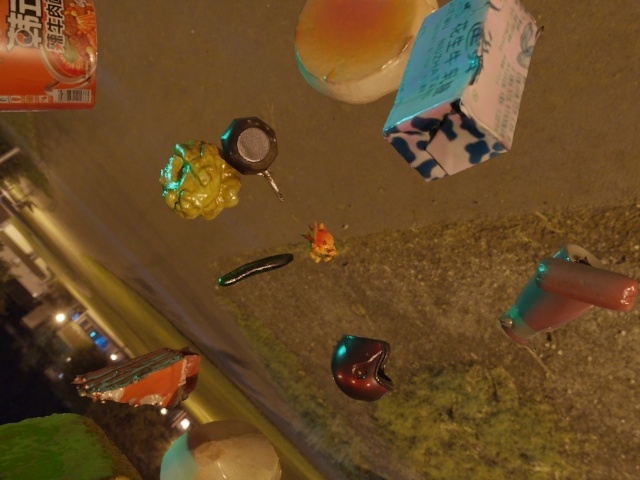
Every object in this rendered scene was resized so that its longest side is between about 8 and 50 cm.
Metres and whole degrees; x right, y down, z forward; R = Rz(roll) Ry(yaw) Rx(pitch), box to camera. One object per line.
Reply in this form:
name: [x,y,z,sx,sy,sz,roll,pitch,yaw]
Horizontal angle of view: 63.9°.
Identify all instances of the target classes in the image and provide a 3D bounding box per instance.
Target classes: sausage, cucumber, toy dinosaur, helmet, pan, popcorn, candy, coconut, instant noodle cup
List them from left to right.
instant noodle cup: [-0.500,-0.331,0.889,0.250,0.192,0.250,3,94,62]
popcorn: [-0.286,-0.143,1.210,0.198,0.197,0.156,26,-169,37]
coconut: [-0.193,0.451,0.992,0.197,0.237,0.236,-118,7,-45]
cucumber: [-0.143,0.062,1.149,0.033,0.184,0.036,-152,45,-67]
pan: [-0.126,-0.193,1.162,0.202,0.128,0.048,35,174,-21]
toy dinosaur: [0.000,0.000,1.441,0.117,0.070,0.288,62,-170,5]
helmet: [0.126,0.367,1.502,0.216,0.193,0.189,51,-178,18]
candy: [0.124,-0.139,0.440,0.073,0.160,0.092,35,151,-27]
sausage: [0.438,0.071,0.850,0.154,0.062,0.062,17,143,41]

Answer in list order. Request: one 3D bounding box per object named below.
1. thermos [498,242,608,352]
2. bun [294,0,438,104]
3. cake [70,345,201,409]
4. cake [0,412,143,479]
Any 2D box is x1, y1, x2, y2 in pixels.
thermos: [0.563,0.148,1.240,0.177,0.146,0.265,16,130,-21]
bun: [0.102,-0.407,1.043,0.299,0.298,0.165,32,-176,29]
cake: [-0.360,0.291,1.024,0.098,0.135,0.287,27,-169,31]
cake: [-0.261,0.249,0.371,0.156,0.261,0.179,13,101,45]
